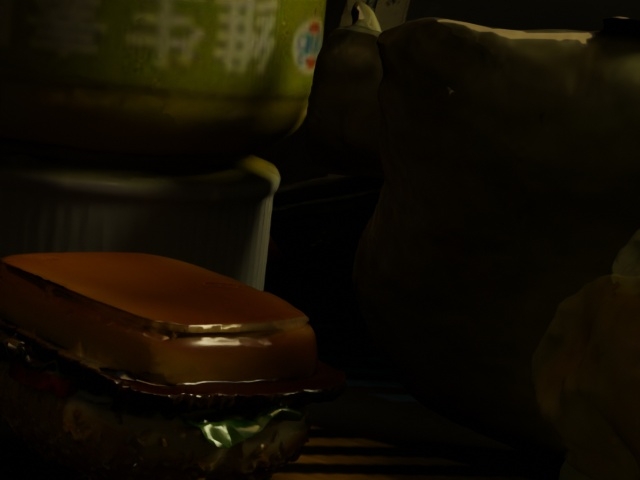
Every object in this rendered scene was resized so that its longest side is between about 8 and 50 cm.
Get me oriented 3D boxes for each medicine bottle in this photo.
[{"bbox_3d":[-0.109,-0.121,0.944,0.224,0.384,0.224,6,9,-1],"label":"medicine bottle"}]

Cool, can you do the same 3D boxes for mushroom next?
[{"bbox_3d":[0.119,-0.001,0.808,0.292,0.212,0.217,21,1,5],"label":"mushroom"}]

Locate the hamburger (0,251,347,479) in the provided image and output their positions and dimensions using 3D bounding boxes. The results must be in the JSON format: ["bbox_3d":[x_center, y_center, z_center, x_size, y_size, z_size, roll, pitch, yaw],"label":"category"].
[{"bbox_3d":[-0.070,0.060,0.788,0.137,0.087,0.166,0,12,-37],"label":"hamburger"}]

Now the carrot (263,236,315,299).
[{"bbox_3d":[0.000,0.000,1.225,0.087,0.087,0.193,14,11,41],"label":"carrot"}]

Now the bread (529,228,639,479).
[{"bbox_3d":[0.226,0.068,0.613,0.239,0.196,0.252,5,11,-30],"label":"bread"}]

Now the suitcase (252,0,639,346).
[{"bbox_3d":[0.165,-0.097,1.059,0.434,0.194,0.283,-13,41,30],"label":"suitcase"}]
